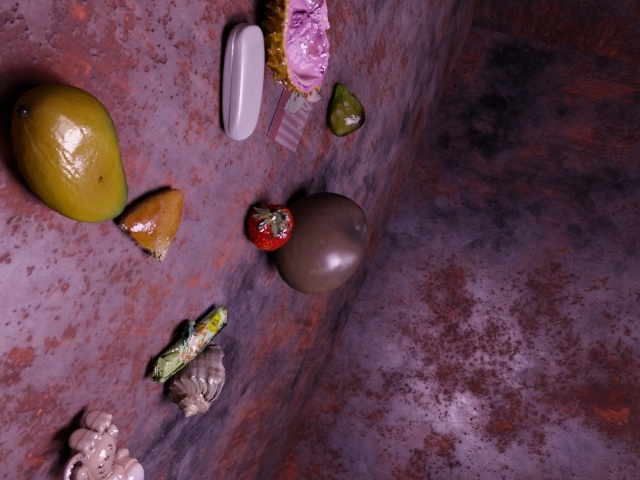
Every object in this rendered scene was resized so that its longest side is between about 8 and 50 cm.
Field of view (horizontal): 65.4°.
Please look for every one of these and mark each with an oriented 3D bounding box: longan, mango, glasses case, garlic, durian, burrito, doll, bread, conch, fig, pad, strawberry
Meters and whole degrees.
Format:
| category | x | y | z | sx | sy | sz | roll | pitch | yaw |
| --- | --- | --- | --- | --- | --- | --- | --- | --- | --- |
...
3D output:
| category | x | y | z | sx | sy | sz | roll | pitch | yaw |
| --- | --- | --- | --- | --- | --- | --- | --- | --- | --- |
| longan | 0.000 | 0.000 | 1.536 | 0.288 | 0.288 | 0.350 | 85 | 23 | -56 |
| mango | -0.338 | -0.104 | 0.689 | 0.137 | 0.091 | 0.237 | -46 | 153 | -38 |
| glasses case | -0.158 | -0.319 | 1.020 | 0.092 | 0.059 | 0.233 | -44 | 151 | -50 |
| garlic | -0.029 | -0.417 | 1.282 | 0.152 | 0.066 | 0.084 | 89 | 1 | -59 |
| durian | -0.069 | -0.465 | 1.052 | 0.191 | 0.112 | 0.341 | -39 | 139 | -41 |
| burrito | -0.313 | 0.237 | 1.224 | 0.288 | 0.054 | 0.104 | -45 | 151 | -52 |
| doll | -0.445 | 0.465 | 1.006 | 0.154 | 0.119 | 0.278 | -68 | 165 | -47 |
| bread | -0.300 | -0.042 | 0.943 | 0.154 | 0.054 | 0.136 | 83 | 30 | -62 |
| conch | -0.299 | 0.345 | 1.260 | 0.207 | 0.155 | 0.130 | -77 | 155 | -44 |
| fig | 0.070 | -0.408 | 1.557 | 0.156 | 0.123 | 0.123 | 63 | 36 | -14 |
| pad | -0.052 | -0.395 | 1.337 | 0.299 | 0.005 | 0.202 | -69 | 163 | 3 |
| strawberry | -0.136 | -0.036 | 1.349 | 0.131 | 0.131 | 0.148 | -64 | -168 | -13 |
